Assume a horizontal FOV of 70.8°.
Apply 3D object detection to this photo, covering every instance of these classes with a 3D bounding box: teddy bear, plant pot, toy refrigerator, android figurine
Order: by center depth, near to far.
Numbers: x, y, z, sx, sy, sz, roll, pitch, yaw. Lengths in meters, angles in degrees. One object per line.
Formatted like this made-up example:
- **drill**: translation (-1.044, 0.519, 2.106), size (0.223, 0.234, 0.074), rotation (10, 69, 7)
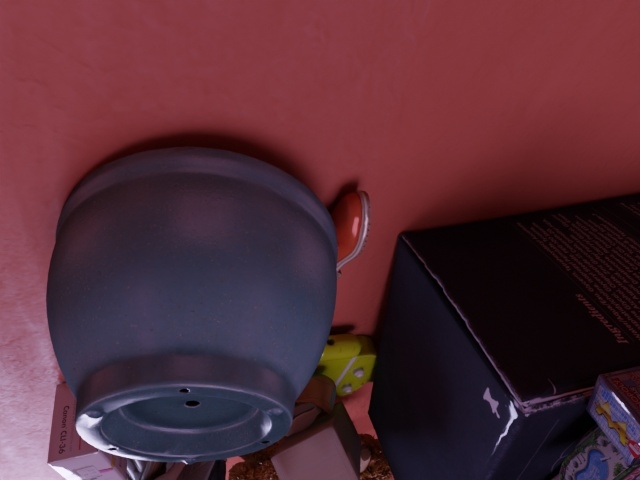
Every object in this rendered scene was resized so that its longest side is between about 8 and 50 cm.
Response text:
- **plant pot**: translation (-0.118, 0.087, 0.433), size (0.293, 0.196, 0.293), rotation (-4, 138, -3)
- **toy refrigerator**: translation (0.006, 0.351, 0.753), size (0.102, 0.094, 0.269), rotation (-27, 167, -1)
- **android figurine**: translation (-0.002, 0.244, 0.822), size (0.273, 0.056, 0.248), rotation (3, 136, -24)
- **teddy bear**: translation (-0.022, 0.459, 0.931), size (0.338, 0.113, 0.245), rotation (3, -167, 23)

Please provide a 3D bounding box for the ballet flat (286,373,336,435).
- **ballet flat**: translation (-0.076, 0.299, 0.756), size (0.232, 0.073, 0.080), rotation (-33, 117, 19)

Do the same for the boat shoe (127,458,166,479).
- **boat shoe**: translation (-0.354, 0.433, 0.862), size (0.104, 0.111, 0.307), rotation (-12, 144, -55)

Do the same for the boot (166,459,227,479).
- **boot**: translation (-0.325, 0.637, 0.951), size (0.377, 0.284, 0.138), rotation (-35, 140, 16)

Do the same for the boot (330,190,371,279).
- **boot**: translation (0.000, 0.000, 0.536), size (0.084, 0.059, 0.158), rotation (9, 134, -25)

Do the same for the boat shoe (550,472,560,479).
- **boat shoe**: translation (0.302, 0.353, 0.558), size (0.080, 0.076, 0.228), rotation (17, 121, -31)

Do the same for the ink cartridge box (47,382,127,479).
- **ink cartridge box**: translation (-0.342, 0.282, 0.665), size (0.067, 0.115, 0.198), rotation (-9, 139, -15)

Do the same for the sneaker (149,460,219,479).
- **sneaker**: translation (-0.239, 0.451, 0.838), size (0.271, 0.108, 0.100), rotation (-38, 156, -57)

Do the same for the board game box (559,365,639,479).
- **board game box**: translation (0.319, 0.183, 0.436), size (0.194, 0.060, 0.194), rotation (7, 125, -24)

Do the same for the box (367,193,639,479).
- **box**: translation (0.361, 0.218, 0.713), size (0.472, 0.297, 0.480), rotation (-10, 131, -15)
